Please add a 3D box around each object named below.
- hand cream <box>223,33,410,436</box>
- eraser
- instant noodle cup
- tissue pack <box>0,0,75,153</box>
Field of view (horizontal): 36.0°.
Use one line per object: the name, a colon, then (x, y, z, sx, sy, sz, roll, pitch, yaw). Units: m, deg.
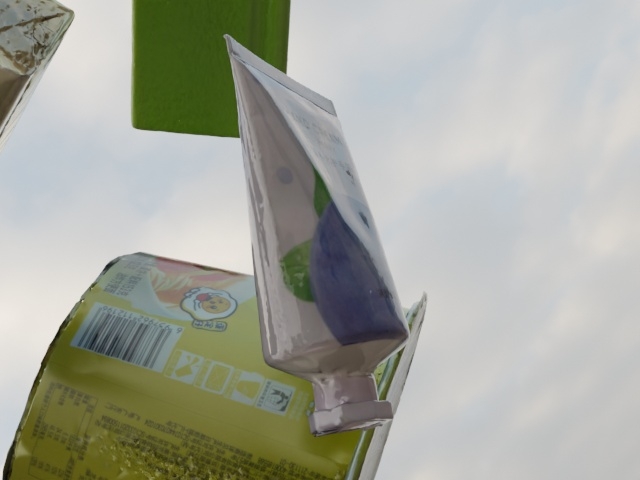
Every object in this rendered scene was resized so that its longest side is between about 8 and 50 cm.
hand cream: (0.000, 0.000, 0.363, 0.053, 0.142, 0.084, -15, -16, 24)
eraser: (-0.141, -0.277, 1.278, 0.210, 0.092, 0.274, 5, -71, -4)
instant noodle cup: (-0.049, 0.101, 0.476, 0.205, 0.153, 0.205, 17, -90, -83)
tissue pack: (-0.323, -0.120, 0.781, 0.234, 0.159, 0.125, -47, 18, 37)
